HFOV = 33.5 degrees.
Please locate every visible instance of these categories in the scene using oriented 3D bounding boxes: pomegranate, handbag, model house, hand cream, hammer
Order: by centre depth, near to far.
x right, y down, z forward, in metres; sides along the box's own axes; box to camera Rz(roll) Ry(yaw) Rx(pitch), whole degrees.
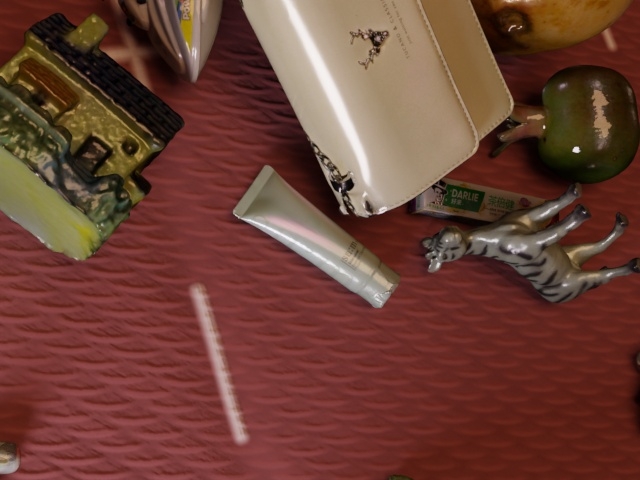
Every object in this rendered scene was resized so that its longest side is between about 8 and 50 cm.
[{"bbox_3d":[-0.315,0.234,1.015,0.052,0.031,0.083,6,84,-21],"label":"hammer"},{"bbox_3d":[-0.240,-0.119,1.068,0.194,0.170,0.211,39,62,-9],"label":"model house"},{"bbox_3d":[0.047,-0.236,1.184,0.236,0.160,0.358,-40,115,-27],"label":"handbag"},{"bbox_3d":[0.000,0.000,1.219,0.205,0.050,0.078,37,63,-8],"label":"hand cream"},{"bbox_3d":[0.262,-0.368,1.317,0.307,0.307,0.307,7,73,-24],"label":"pomegranate"},{"bbox_3d":[0.313,-0.149,1.374,0.191,0.131,0.152,-4,82,-4],"label":"pomegranate"}]

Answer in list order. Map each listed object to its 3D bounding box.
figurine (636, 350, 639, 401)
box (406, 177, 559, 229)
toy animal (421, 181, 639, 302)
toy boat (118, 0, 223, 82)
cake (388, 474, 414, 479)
[{"bbox_3d":[0.454,0.178,1.374,0.098,0.082,0.154,32,64,0],"label":"figurine"},{"bbox_3d":[0.207,-0.042,1.333,0.207,0.041,0.050,10,75,-23],"label":"box"},{"bbox_3d":[0.265,-0.003,1.282,0.255,0.170,0.090,20,47,-19],"label":"toy animal"},{"bbox_3d":[-0.167,-0.313,1.179,0.141,0.141,0.269,15,72,-21],"label":"toy boat"},{"bbox_3d":[0.195,0.362,1.143,0.283,0.172,0.158,31,63,-13],"label":"cake"}]
